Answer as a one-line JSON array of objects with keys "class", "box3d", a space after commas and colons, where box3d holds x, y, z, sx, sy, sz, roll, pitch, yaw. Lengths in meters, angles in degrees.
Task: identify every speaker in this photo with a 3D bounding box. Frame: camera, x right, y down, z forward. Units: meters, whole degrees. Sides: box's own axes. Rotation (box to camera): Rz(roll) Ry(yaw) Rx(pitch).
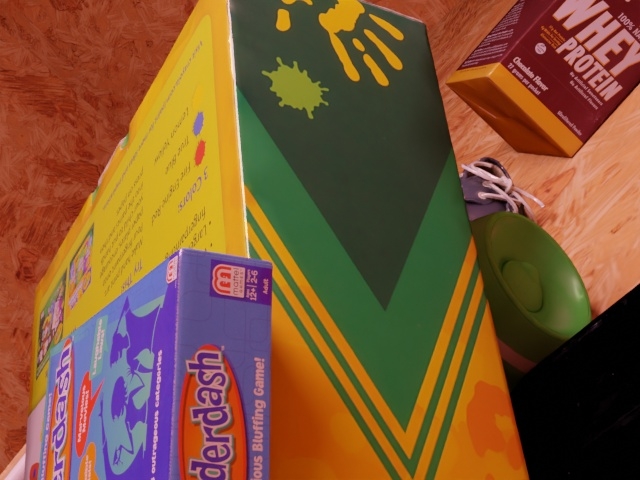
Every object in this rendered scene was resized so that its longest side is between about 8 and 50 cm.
[{"class": "speaker", "box3d": [0.064, 0.100, 0.733, 0.296, 0.131, 0.131, -41, 12, 37]}]

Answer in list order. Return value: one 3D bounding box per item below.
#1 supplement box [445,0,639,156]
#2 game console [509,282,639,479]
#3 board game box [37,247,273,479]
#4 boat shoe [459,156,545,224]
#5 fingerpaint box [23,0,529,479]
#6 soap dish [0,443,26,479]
[{"class": "supplement box", "box3d": [0.272, -0.212, 1.057, 0.194, 0.129, 0.191, -48, 9, 1]}, {"class": "game console", "box3d": [0.179, 0.115, 0.436, 0.213, 0.044, 0.361, -45, 11, 22]}, {"class": "board game box", "box3d": [-0.090, 0.110, 0.446, 0.210, 0.047, 0.160, -32, 53, 55]}, {"class": "boat shoe", "box3d": [0.168, -0.032, 0.933, 0.079, 0.095, 0.254, -57, -2, 16]}, {"class": "fingerpaint box", "box3d": [-0.075, 0.106, 0.648, 0.445, 0.163, 0.371, -47, 41, 46]}, {"class": "soap dish", "box3d": [-0.287, 0.363, 1.029, 0.291, 0.229, 0.118, -57, -3, -45]}]
